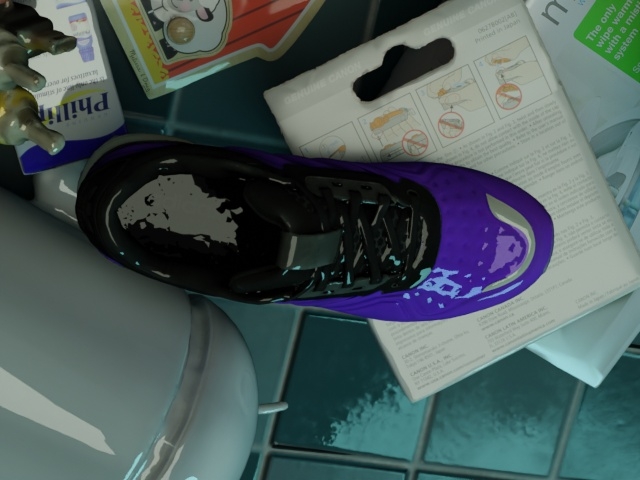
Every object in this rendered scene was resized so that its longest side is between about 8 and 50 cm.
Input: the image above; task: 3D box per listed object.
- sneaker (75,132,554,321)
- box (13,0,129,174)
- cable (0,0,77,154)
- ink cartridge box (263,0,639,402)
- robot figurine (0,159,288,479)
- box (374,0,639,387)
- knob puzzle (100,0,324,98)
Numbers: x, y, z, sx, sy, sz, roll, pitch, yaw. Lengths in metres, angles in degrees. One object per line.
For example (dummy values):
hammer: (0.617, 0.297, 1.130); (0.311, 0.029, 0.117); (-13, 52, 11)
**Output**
sneaker: (0.000, 0.001, 0.882); (0.294, 0.146, 0.102); (5, 96, -5)
box: (-0.179, -0.129, 0.964); (0.072, 0.126, 0.137); (-16, 114, -10)
cable: (-0.245, -0.140, 0.868); (0.072, 0.287, 0.139); (-30, 125, -47)
ink cartridge box: (0.088, -0.033, 0.986); (0.181, 0.056, 0.224); (-27, 96, -2)
robot figurine: (-0.187, 0.089, 1.003); (0.353, 0.200, 0.300); (31, 86, -22)
box: (0.166, -0.070, 1.078); (0.231, 0.127, 0.262); (31, 101, -24)
knob puzzle: (-0.063, -0.207, 1.018); (0.213, 0.030, 0.213); (-5, 110, -13)
